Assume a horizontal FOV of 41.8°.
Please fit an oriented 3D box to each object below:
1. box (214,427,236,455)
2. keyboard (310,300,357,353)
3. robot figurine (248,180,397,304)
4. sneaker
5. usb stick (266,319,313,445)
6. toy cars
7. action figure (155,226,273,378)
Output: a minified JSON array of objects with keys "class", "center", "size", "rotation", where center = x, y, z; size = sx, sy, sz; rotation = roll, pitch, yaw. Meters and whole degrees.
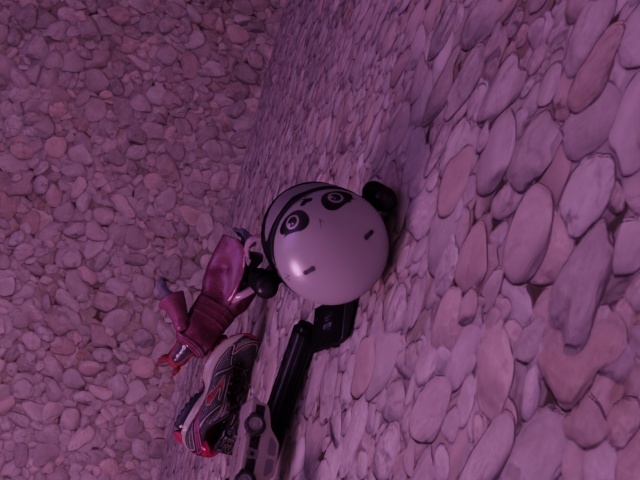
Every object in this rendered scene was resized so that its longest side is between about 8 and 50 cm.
[{"class":"box","center":[-0.176,0.417,1.722],"size":[0.083,0.067,0.018],"rotation":[119,161,-48]},{"class":"keyboard","center":[0.021,0.123,1.360],"size":[0.180,0.023,0.108],"rotation":[143,135,-68]},{"class":"robot figurine","center":[0.000,-0.003,1.255],"size":[0.278,0.174,0.209],"rotation":[-142,67,-77]},{"class":"sneaker","center":[-0.215,0.353,1.922],"size":[0.112,0.121,0.299],"rotation":[24,87,42]},{"class":"usb stick","center":[-0.067,0.277,1.488],"size":[0.077,0.045,0.278],"rotation":[-106,34,-79]},{"class":"toy cars","center":[-0.095,0.415,1.319],"size":[0.393,0.087,0.176],"rotation":[-102,31,-62]},{"class":"action figure","center":[-0.236,0.171,1.956],"size":[0.276,0.248,0.370],"rotation":[6,58,52]}]
